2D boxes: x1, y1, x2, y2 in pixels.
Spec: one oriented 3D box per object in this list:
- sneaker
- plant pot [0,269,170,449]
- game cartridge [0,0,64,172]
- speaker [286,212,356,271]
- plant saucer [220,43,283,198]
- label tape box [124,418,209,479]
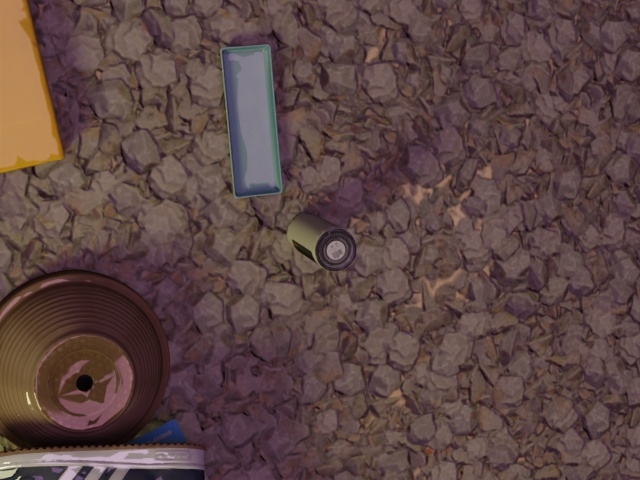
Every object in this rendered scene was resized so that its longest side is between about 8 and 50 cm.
[{"bbox_3d":[-0.271,0.317,1.294,0.282,0.099,0.153,0,74,-13],"label":"sneaker"},{"bbox_3d":[-0.290,0.159,1.345,0.237,0.110,0.237,-3,97,-21],"label":"plant pot"},{"bbox_3d":[-0.468,-0.219,1.270,0.285,0.053,0.323,-14,98,-18],"label":"game cartridge"},{"bbox_3d":[0.000,0.000,1.417,0.055,0.136,0.055,-3,101,-17],"label":"speaker"},{"bbox_3d":[-0.089,-0.152,1.429,0.067,0.018,0.192,-8,98,-19],"label":"plant saucer"},{"bbox_3d":[-0.217,0.433,1.394,0.249,0.115,0.347,-26,86,-15],"label":"label tape box"}]
